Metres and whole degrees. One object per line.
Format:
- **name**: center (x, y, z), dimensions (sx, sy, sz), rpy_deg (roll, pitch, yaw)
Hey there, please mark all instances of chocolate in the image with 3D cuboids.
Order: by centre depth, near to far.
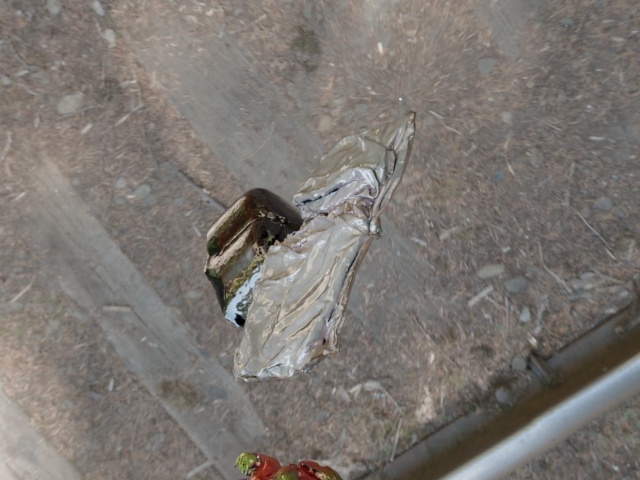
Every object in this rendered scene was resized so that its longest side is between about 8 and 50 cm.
- **chocolate**: center (-0.044, 0.014, 0.716), dimensions (0.125, 0.148, 0.080), rpy_deg (21, 126, -22)

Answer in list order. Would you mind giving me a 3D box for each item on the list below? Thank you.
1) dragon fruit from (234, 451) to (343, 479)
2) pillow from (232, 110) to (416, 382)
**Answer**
- **dragon fruit**: center (-0.035, 0.307, 0.734), dimensions (0.167, 0.172, 0.160), rpy_deg (-30, 122, -2)
- **pillow**: center (0.000, 0.000, 0.592), dimensions (0.049, 0.135, 0.248), rpy_deg (33, 64, -25)
